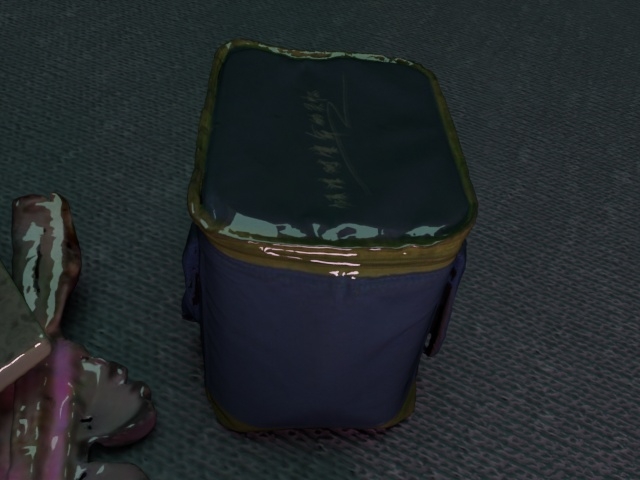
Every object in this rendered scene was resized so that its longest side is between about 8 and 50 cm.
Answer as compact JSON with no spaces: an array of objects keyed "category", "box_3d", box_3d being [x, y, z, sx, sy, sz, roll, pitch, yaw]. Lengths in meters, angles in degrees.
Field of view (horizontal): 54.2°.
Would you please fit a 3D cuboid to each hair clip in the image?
[{"category":"hair clip","box_3d":[-0.221,0.101,0.497,0.173,0.069,0.300,-5,59,-9]}]

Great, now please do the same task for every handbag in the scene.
[{"category":"handbag","box_3d":[0.000,0.000,0.519,0.223,0.241,0.263,4,47,-5]}]

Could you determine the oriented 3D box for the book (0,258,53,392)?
[{"category":"book","box_3d":[-0.411,0.032,0.506,0.269,0.032,0.389,-38,61,-15]}]
